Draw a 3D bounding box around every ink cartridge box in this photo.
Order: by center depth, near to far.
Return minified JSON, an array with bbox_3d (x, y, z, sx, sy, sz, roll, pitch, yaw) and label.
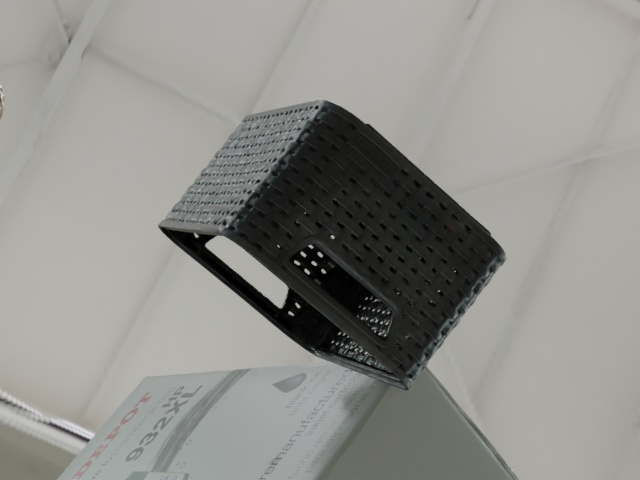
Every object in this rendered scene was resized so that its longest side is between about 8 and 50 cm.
[{"bbox_3d":[-0.061,0.194,0.834,0.129,0.307,0.223,51,-123,-19],"label":"ink cartridge box"}]

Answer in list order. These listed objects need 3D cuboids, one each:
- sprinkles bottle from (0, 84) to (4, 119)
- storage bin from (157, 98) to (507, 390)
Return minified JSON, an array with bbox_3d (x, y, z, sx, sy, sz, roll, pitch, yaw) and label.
[{"bbox_3d":[-0.317,0.032,0.806,0.121,0.121,0.355,30,-69,-9],"label":"sprinkles bottle"},{"bbox_3d":[0.000,0.000,0.707,0.122,0.180,0.084,41,-101,-15],"label":"storage bin"}]
